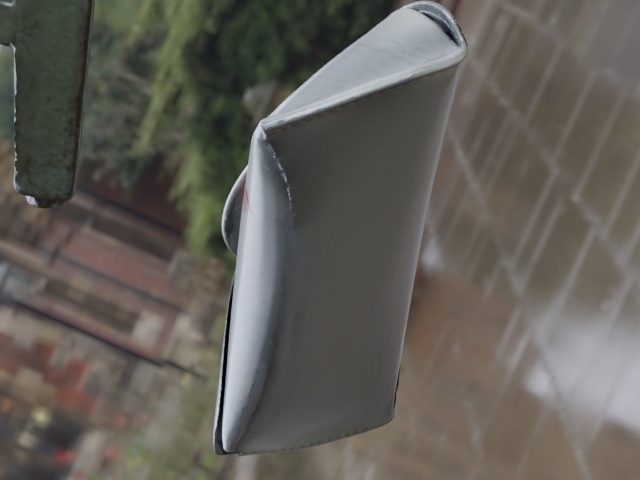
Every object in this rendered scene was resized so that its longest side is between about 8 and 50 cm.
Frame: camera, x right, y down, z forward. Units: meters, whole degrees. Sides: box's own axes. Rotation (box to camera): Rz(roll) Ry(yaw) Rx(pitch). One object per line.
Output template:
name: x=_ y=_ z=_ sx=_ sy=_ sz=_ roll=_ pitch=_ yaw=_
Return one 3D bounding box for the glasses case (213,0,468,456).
glasses case: x=-0.002 y=0.001 z=1.036 sx=0.128 sy=0.083 sz=0.308 roll=-23 pitch=-35 yaw=-26

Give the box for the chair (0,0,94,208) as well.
chair: x=-0.109 y=-0.157 z=0.467 sx=0.136 sy=0.147 sz=0.270 roll=-91 pitch=11 yaw=-52
